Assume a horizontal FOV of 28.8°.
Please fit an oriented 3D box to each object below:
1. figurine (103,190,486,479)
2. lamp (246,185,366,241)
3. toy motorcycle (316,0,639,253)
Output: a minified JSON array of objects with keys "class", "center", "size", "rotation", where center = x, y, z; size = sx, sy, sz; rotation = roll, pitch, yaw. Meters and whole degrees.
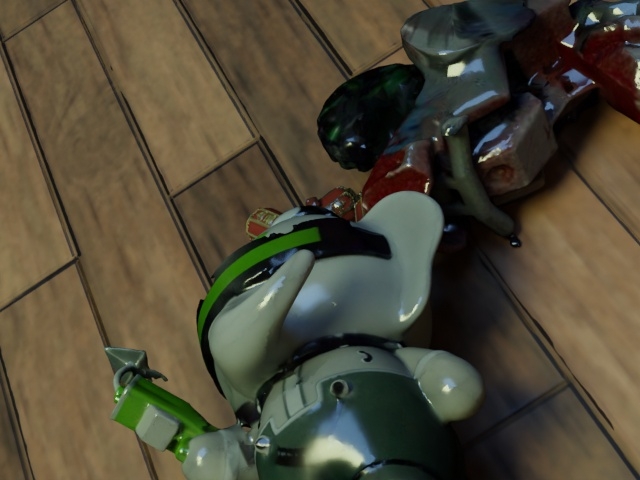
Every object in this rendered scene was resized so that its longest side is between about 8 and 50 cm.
[{"class":"figurine","center":[0.001,0.051,0.519],"size":[0.147,0.126,0.192],"rotation":[-45,31,20]},{"class":"lamp","center":[0.000,0.000,0.622],"size":[0.083,0.031,0.063],"rotation":[-14,49,15]},{"class":"toy motorcycle","center":[0.098,-0.063,0.577],"size":[0.213,0.082,0.122],"rotation":[-17,49,16]}]
